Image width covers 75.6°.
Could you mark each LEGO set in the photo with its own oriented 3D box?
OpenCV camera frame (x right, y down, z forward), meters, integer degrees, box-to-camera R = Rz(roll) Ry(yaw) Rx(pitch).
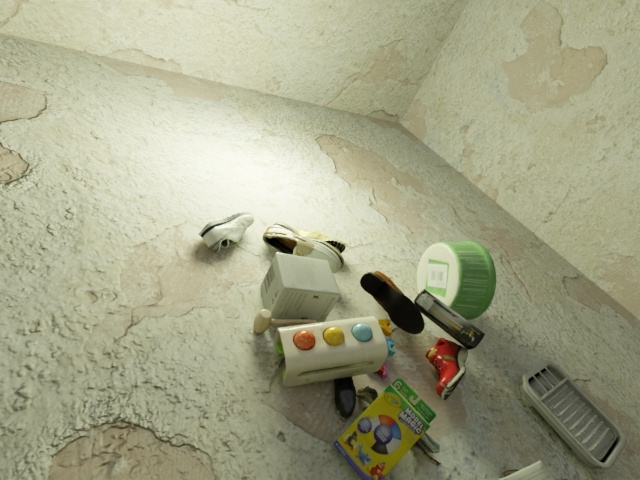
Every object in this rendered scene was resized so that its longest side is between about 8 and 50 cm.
[{"bbox_3d":[0.165,0.297,1.275,0.093,0.087,0.227,21,31,-13],"label":"LEGO set"}]

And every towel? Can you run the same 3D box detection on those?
[{"bbox_3d":[0.249,0.482,1.039,0.023,0.152,0.113,-39,66,-10],"label":"towel"}]

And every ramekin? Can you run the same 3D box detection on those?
[{"bbox_3d":[0.498,0.145,1.562,0.148,0.303,0.303,5,38,-20],"label":"ramekin"}]

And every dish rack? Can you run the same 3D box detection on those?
[{"bbox_3d":[0.841,0.586,1.400,0.285,0.072,0.333,-4,44,-42],"label":"dish rack"}]

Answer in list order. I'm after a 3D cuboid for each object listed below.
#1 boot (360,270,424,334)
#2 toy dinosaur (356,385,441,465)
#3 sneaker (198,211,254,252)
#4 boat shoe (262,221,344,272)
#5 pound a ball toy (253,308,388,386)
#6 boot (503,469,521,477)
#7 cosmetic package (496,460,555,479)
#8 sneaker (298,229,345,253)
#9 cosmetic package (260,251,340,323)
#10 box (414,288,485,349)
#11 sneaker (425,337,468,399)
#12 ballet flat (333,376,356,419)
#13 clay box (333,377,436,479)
[{"bbox_3d":[0.259,0.209,1.449,0.264,0.096,0.280,35,6,16],"label":"boot"},{"bbox_3d":[0.156,0.470,1.017,0.118,0.064,0.268,-26,44,-26],"label":"toy dinosaur"},{"bbox_3d":[-0.301,-0.028,1.398,0.095,0.090,0.235,49,39,9],"label":"sneaker"},{"bbox_3d":[-0.067,0.040,1.452,0.302,0.113,0.103,25,31,15],"label":"boat shoe"},{"bbox_3d":[-0.006,0.252,1.102,0.319,0.136,0.208,-2,44,-18],"label":"pound a ball toy"},{"bbox_3d":[0.549,0.663,1.093,0.118,0.042,0.087,16,36,-18],"label":"boot"},{"bbox_3d":[0.509,0.715,0.881,0.217,0.156,0.385,5,40,-33],"label":"cosmetic package"},{"bbox_3d":[0.000,0.000,1.579,0.208,0.081,0.094,13,32,-22],"label":"sneaker"},{"bbox_3d":[-0.065,0.150,1.245,0.183,0.151,0.151,10,36,-25],"label":"cosmetic package"},{"bbox_3d":[0.418,0.263,1.363,0.231,0.056,0.183,38,-5,20],"label":"box"},{"bbox_3d":[0.385,0.397,1.306,0.118,0.107,0.279,30,21,14],"label":"sneaker"},{"bbox_3d":[0.062,0.394,1.103,0.057,0.049,0.173,6,42,-8],"label":"ballet flat"},{"bbox_3d":[0.153,0.441,0.960,0.127,0.222,0.053,43,-9,22],"label":"clay box"}]
